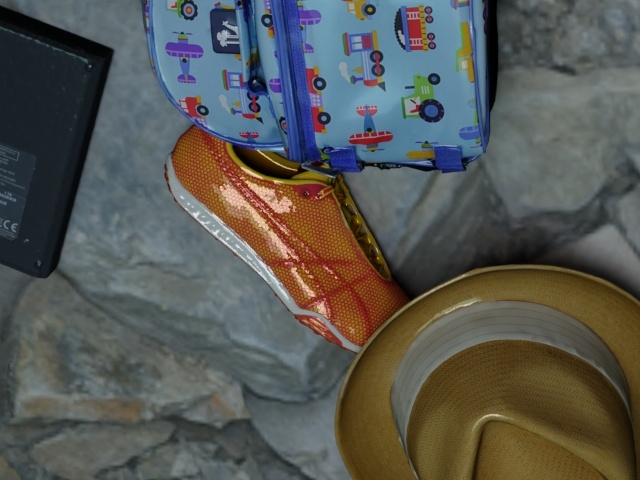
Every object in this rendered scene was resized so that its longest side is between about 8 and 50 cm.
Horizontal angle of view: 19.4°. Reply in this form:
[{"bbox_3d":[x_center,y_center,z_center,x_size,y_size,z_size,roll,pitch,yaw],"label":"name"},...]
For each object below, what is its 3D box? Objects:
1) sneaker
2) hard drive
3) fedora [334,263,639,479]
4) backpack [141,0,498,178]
[{"bbox_3d":[0.000,0.000,0.950,0.175,0.064,0.067,41,107,-8],"label":"sneaker"},{"bbox_3d":[-0.171,-0.055,0.992,0.094,0.022,0.135,21,117,5],"label":"hard drive"},{"bbox_3d":[0.101,0.105,0.930,0.194,0.079,0.194,-3,123,-4],"label":"fedora"},{"bbox_3d":[-0.006,-0.109,0.864,0.173,0.117,0.158,2,115,8],"label":"backpack"}]
